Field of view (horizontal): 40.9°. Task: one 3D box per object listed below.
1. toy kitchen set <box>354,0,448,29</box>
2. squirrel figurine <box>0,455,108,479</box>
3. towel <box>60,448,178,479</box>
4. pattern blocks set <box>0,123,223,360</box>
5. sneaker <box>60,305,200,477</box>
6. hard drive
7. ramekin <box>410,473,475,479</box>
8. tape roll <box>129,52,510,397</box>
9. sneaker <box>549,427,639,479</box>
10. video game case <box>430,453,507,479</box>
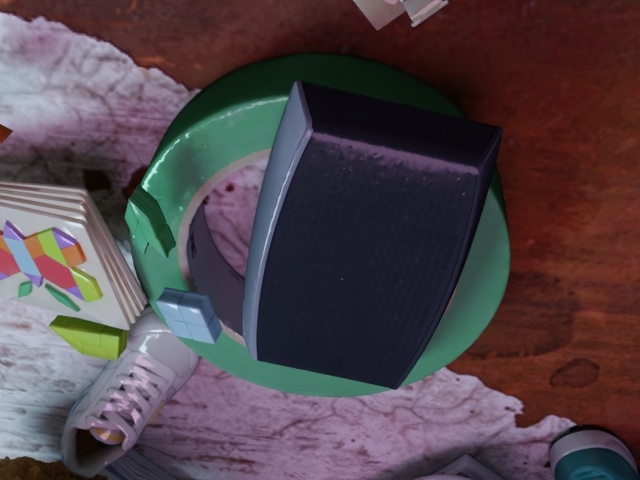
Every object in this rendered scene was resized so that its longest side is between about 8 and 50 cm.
[{"bbox_3d":[0.052,-0.196,0.600,0.083,0.068,0.075,-31,118,25],"label":"toy kitchen set"},{"bbox_3d":[-0.219,0.378,0.881,0.281,0.370,0.397,-35,87,29],"label":"squirrel figurine"},{"bbox_3d":[-0.278,0.357,1.076,0.285,0.034,0.209,-33,116,27],"label":"towel"},{"bbox_3d":[-0.250,0.008,0.747,0.325,0.026,0.285,-1,133,32],"label":"pattern blocks set"},{"bbox_3d":[-0.191,0.158,0.879,0.087,0.092,0.228,30,123,-14],"label":"sneaker"},{"bbox_3d":[0.029,0.012,0.672,0.172,0.054,0.254,13,127,-3],"label":"hard drive"},{"bbox_3d":[0.137,0.393,0.891,0.273,0.273,0.127,-31,129,26],"label":"ramekin"},{"bbox_3d":[0.000,0.000,0.749,0.321,0.077,0.321,3,128,4],"label":"tape roll"},{"bbox_3d":[0.348,0.351,0.908,0.124,0.178,0.295,-30,118,25],"label":"sneaker"},{"bbox_3d":[0.178,0.348,1.023,0.201,0.023,0.183,36,122,-19],"label":"video game case"}]
